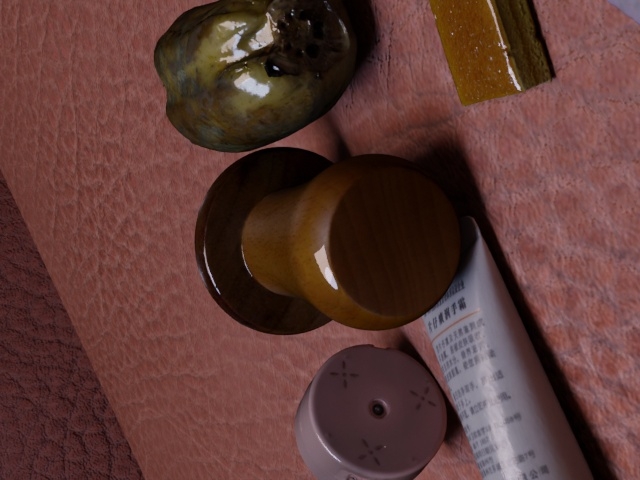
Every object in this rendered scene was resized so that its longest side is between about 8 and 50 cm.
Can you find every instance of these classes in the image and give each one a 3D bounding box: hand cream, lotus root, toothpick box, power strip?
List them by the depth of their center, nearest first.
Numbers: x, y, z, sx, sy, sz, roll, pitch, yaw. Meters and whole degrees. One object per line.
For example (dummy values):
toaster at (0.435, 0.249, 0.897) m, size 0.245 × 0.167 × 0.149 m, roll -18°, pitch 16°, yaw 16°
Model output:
hand cream at (0.157, 0.142, 1.022) m, size 0.314 × 0.089 × 0.139 m, roll 68°, pitch 153°, yaw 11°
toothpick box at (0.000, 0.000, 1.084) m, size 0.294 × 0.192 × 0.192 m, roll -1°, pitch 111°, yaw 65°
lotus root at (-0.066, -0.167, 1.113) m, size 0.275 × 0.160 × 0.152 m, roll 1°, pitch 116°, yaw 62°
power strip at (0.052, 0.192, 1.203) m, size 0.154 × 0.154 × 0.078 m, roll 58°, pitch 153°, yaw 18°

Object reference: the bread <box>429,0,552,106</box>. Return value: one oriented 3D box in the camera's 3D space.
bread at (0.127, -0.154, 0.874) m, size 0.090 × 0.035 × 0.095 m, roll 2°, pitch 113°, yaw 65°

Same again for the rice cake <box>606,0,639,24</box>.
rice cake at (0.151, -0.219, 0.737) m, size 0.365 × 0.056 × 0.073 m, roll 45°, pitch 143°, yaw 40°
